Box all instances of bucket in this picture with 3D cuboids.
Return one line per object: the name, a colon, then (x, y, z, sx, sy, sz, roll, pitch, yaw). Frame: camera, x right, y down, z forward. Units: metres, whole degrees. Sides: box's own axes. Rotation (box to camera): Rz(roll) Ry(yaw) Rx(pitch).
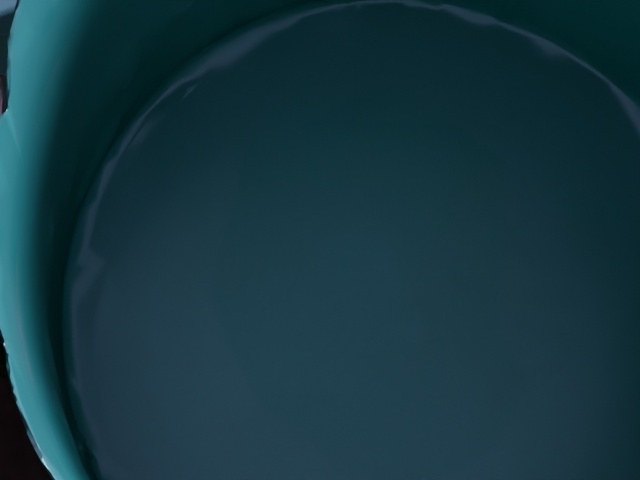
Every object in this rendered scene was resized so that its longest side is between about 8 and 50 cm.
bucket: (0.044, 0.008, 0.501, 0.281, 0.183, 0.281, 2, 76, -7)

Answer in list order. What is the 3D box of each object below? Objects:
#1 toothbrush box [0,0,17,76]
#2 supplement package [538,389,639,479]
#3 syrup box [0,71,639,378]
toothbrush box: (-0.169, -0.151, 0.630, 0.295, 0.126, 0.216, -23, 83, -15)
supplement package: (0.165, 0.080, 0.650, 0.179, 0.105, 0.105, -35, 85, -16)
syrup box: (0.000, 0.000, 0.644, 0.237, 0.093, 0.096, 1, 77, -10)
